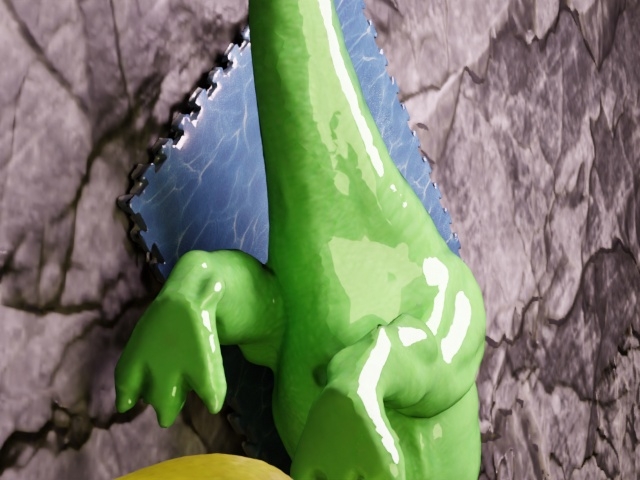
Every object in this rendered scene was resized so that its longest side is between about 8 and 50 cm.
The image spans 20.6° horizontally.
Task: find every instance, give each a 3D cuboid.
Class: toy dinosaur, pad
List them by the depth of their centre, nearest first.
[{"bbox_3d":[0.057,0.010,0.933,0.374,0.144,0.500,25,71,-61],"label":"toy dinosaur"},{"bbox_3d":[0.000,0.000,0.978,0.269,0.012,0.269,-60,137,-41],"label":"pad"}]

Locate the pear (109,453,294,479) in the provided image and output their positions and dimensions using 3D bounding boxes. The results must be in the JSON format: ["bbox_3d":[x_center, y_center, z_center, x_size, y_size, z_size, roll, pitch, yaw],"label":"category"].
[{"bbox_3d":[-0.063,0.265,0.620,0.287,0.287,0.375,49,62,-46],"label":"pear"}]
